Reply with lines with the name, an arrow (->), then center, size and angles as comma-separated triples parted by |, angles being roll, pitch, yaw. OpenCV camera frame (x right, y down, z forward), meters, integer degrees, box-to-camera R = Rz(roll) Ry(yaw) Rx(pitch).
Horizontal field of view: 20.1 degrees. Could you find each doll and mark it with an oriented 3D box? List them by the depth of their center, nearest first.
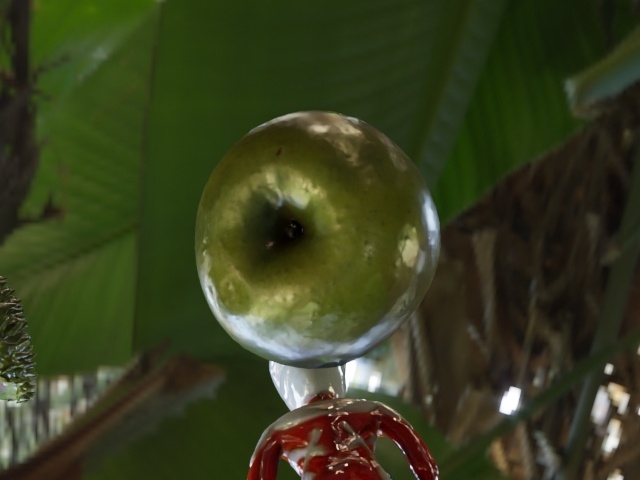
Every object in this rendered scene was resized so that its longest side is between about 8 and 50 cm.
doll -> 0.016, 0.220, 1.756 | 0.188, 0.099, 0.384 | -9, -140, -6

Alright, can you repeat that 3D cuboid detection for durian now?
durian -> -0.267, 0.060, 1.357 | 0.137, 0.221, 0.096 | 18, -99, -1

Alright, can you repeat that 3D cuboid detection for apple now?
apple -> 0.000, 0.000, 1.378 | 0.196, 0.196, 0.157 | 27, 180, 19
